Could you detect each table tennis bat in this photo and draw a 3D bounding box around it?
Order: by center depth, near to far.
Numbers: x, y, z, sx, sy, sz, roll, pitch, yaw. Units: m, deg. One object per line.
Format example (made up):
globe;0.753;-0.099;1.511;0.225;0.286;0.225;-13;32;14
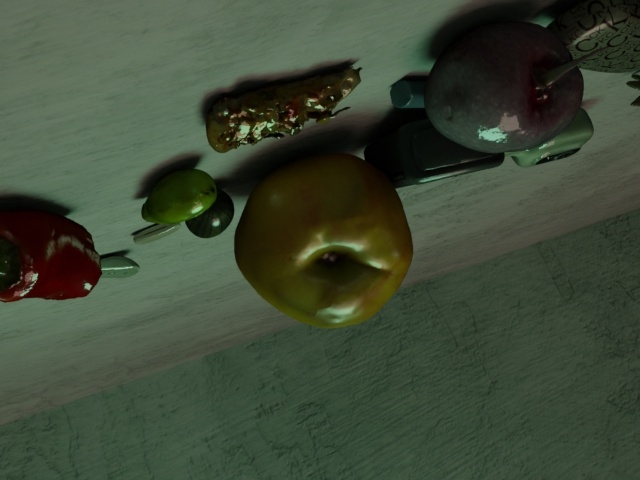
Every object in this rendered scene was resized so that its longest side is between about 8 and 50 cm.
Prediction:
table tennis bat;0.229;-0.235;1.958;0.329;0.044;0.215;-11;170;-47

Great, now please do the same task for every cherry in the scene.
cherry;0.252;-0.210;1.740;0.213;0.183;0.266;1;168;-32

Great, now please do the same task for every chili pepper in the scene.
chili pepper;-0.426;0.019;1.706;0.135;0.131;0.338;2;179;15

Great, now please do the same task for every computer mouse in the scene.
computer mouse;-0.370;0.044;2.183;0.110;0.032;0.056;-1;158;-34

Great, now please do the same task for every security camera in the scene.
security camera;0.383;-0.183;2.411;0.302;0.080;0.157;-13;167;-26

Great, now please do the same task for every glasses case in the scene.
glasses case;0.456;-0.312;1.889;0.137;0.085;0.355;-30;166;33
glasses case;-0.275;-0.014;2.108;0.083;0.021;0.032;-21;168;0

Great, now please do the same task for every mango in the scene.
mango;-0.217;-0.063;1.865;0.091;0.074;0.165;-20;-177;-40

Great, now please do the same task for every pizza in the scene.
pizza;-0.055;-0.166;1.684;0.226;0.069;0.147;-15;165;-28

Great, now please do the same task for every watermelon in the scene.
watermelon;-0.180;-0.043;2.011;0.078;0.078;0.111;-16;169;-25

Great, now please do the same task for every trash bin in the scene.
trash bin;0.185;-0.145;2.040;0.177;0.101;0.236;-15;-179;-20

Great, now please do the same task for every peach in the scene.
peach;-0.001;-0.005;2.044;0.289;0.289;0.308;-21;-162;-3

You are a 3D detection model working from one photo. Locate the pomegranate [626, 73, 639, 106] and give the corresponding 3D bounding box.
pomegranate;0.663;-0.288;2.292;0.191;0.131;0.152;-19;175;31
